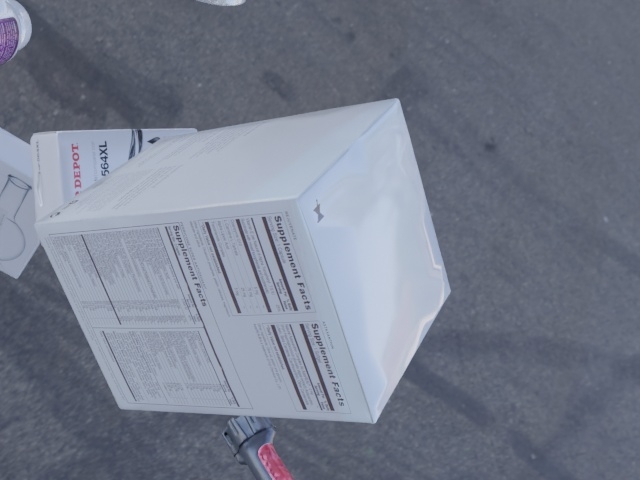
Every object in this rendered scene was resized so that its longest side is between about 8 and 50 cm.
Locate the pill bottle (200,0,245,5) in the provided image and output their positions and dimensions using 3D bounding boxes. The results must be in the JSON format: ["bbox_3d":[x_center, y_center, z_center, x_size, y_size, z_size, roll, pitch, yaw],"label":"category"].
[{"bbox_3d":[-0.116,-0.402,1.029,0.117,0.209,0.118,11,32,-7],"label":"pill bottle"}]

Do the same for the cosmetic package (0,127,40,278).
[{"bbox_3d":[-0.735,-0.121,1.756,0.377,0.284,0.097,31,33,-14],"label":"cosmetic package"}]

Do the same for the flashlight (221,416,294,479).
[{"bbox_3d":[-0.065,0.445,1.583,0.103,0.103,0.304,-2,44,-42],"label":"flashlight"}]

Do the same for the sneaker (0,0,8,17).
[{"bbox_3d":[-0.745,-0.533,1.575,0.182,0.127,0.316,-39,134,-18],"label":"sneaker"}]

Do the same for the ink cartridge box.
[{"bbox_3d":[-0.266,-0.072,1.119,0.203,0.085,0.148,-9,99,-40],"label":"ink cartridge box"}]

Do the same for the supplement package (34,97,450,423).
[{"bbox_3d":[-0.058,0.018,0.740,0.199,0.262,0.198,-48,127,-51],"label":"supplement package"}]

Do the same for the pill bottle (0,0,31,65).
[{"bbox_3d":[-0.757,-0.451,1.828,0.169,0.169,0.301,50,22,-8],"label":"pill bottle"}]
